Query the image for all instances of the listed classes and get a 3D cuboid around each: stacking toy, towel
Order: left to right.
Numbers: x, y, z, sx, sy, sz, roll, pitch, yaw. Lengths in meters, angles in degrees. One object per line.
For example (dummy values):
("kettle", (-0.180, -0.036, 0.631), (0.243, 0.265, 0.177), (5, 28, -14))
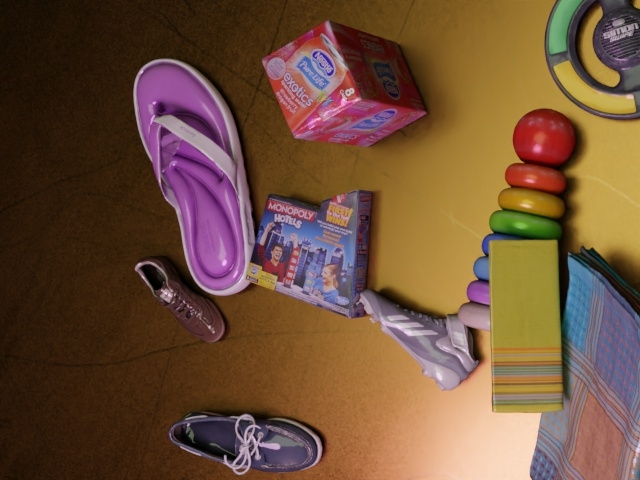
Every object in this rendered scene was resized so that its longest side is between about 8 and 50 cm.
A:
("towel", (0.280, 0.117, 1.654), (0.102, 0.021, 0.237), (0, 84, -9))
("stacking toy", (0.300, -0.026, 1.737), (0.141, 0.141, 0.330), (13, 89, 24))
("towel", (0.362, 0.225, 1.600), (0.040, 0.271, 0.370), (2, 111, -14))

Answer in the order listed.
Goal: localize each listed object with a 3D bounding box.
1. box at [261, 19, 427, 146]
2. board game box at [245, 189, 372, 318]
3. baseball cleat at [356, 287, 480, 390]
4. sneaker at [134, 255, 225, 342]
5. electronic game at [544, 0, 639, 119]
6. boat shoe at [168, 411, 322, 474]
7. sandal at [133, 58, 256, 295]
("box", (0.041, -0.224, 1.770), (0.122, 0.257, 0.128), (-26, 79, 24))
("board game box", (0.000, 0.000, 1.897), (0.194, 0.060, 0.194), (19, 97, 23))
("baseball cleat", (0.155, 0.129, 1.832), (0.109, 0.072, 0.206), (-44, 78, 3))
("sneaker", (-0.240, 0.100, 1.997), (0.188, 0.071, 0.066), (43, 106, 19))
("electronic game", (0.431, -0.286, 1.710), (0.229, 0.048, 0.229), (0, 90, 25))
("boat shoe", (-0.123, 0.322, 1.940), (0.254, 0.079, 0.095), (11, 94, 24))
("sandal", (-0.206, -0.114, 1.965), (0.169, 0.102, 0.416), (-26, 79, 22))
